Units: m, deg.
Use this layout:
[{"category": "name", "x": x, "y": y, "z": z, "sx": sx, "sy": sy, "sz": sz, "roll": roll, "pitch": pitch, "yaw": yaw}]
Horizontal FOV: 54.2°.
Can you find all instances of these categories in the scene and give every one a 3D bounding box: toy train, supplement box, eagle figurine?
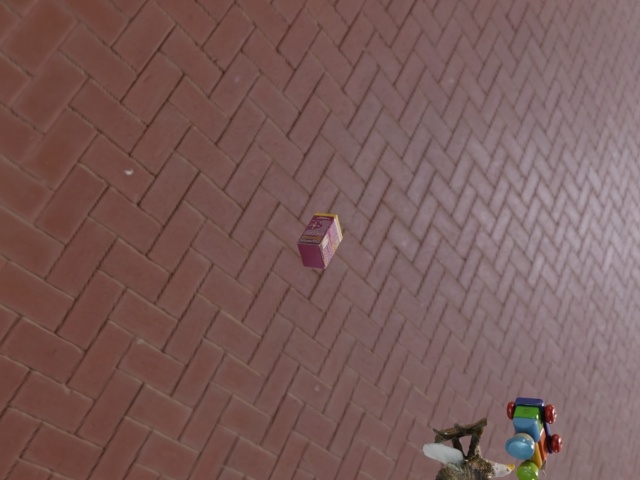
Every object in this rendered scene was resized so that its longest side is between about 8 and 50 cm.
[{"category": "toy train", "x": 0.481, "y": 0.493, "z": 1.413, "sx": 0.143, "sy": 0.105, "sz": 0.248, "roll": -46, "pitch": 124, "yaw": -49}, {"category": "supplement box", "x": 0.000, "y": 0.000, "z": 1.055, "sx": 0.083, "sy": 0.043, "sz": 0.055, "roll": -59, "pitch": 146, "yaw": -43}, {"category": "eagle figurine", "x": 0.378, "y": 0.581, "z": 1.474, "sx": 0.226, "sy": 0.225, "sz": 0.298, "roll": 59, "pitch": 19, "yaw": -66}]
